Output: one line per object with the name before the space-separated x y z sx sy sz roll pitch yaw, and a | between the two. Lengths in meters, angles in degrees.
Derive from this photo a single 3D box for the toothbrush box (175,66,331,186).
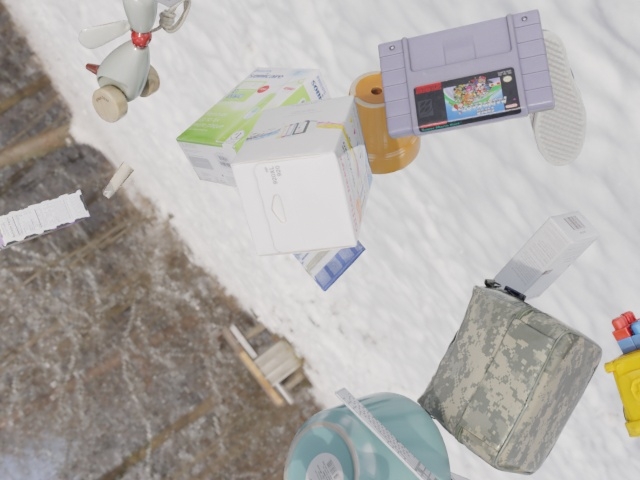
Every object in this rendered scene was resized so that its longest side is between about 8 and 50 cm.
toothbrush box | -0.136 -0.249 1.703 0.206 0.283 0.122 14 140 44

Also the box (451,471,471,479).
box | 0.344 0.583 1.536 0.169 0.087 0.290 27 -174 -23

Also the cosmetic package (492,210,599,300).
cosmetic package | 0.507 0.042 1.777 0.085 0.117 0.231 55 135 27

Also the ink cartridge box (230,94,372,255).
ink cartridge box | -0.021 -0.108 1.285 0.232 0.168 0.171 -72 -28 -57

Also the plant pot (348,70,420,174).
plant pot | 0.140 -0.296 1.887 0.205 0.205 0.188 50 162 33

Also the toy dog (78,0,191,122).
toy dog | -0.443 -0.432 1.731 0.161 0.333 0.220 33 -154 8

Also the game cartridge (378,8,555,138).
game cartridge | 0.310 -0.355 1.697 0.068 0.355 0.230 46 -142 -65

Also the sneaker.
sneaker | 0.538 -0.338 1.827 0.127 0.126 0.321 -87 -18 -66

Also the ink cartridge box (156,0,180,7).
ink cartridge box | -0.257 -0.487 1.180 0.278 0.201 0.117 7 -118 -61

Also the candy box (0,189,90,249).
candy box | -0.648 -0.046 1.799 0.165 0.196 0.070 -8 103 63

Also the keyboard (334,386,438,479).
keyboard | 0.121 0.329 1.249 0.256 0.014 0.072 43 180 13

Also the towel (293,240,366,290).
towel | 0.000 0.000 2.530 0.285 0.209 0.034 51 -161 28

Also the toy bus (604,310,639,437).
toy bus | 0.596 0.212 1.358 0.149 0.220 0.211 -37 72 47

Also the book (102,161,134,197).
book | -0.517 -0.154 1.985 0.035 0.096 0.144 38 176 -17

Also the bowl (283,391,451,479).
bowl | 0.054 0.410 1.362 0.163 0.311 0.311 20 -160 -42

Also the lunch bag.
lunch bag | 0.341 0.249 1.486 0.256 0.305 0.213 29 -176 42
